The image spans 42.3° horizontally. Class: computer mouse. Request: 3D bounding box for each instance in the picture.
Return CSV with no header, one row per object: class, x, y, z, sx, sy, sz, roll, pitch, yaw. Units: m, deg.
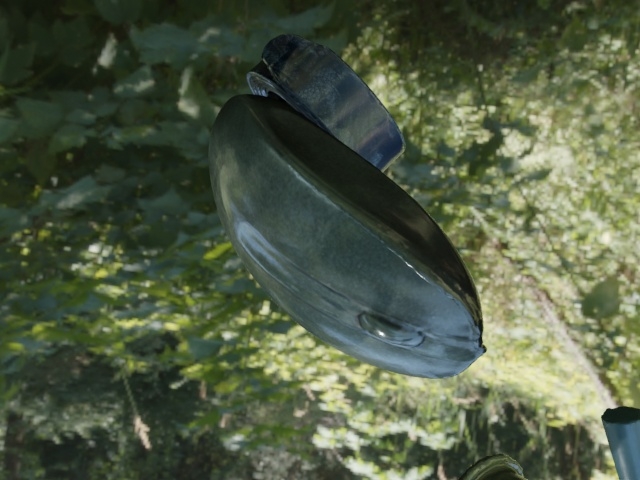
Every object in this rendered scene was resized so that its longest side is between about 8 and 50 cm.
computer mouse,-0.003,0.003,0.811,0.114,0.203,0.374,-28,-122,-34

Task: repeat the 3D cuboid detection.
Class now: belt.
belt,0.006,-0.144,0.913,0.190,0.082,0.141,45,168,-10

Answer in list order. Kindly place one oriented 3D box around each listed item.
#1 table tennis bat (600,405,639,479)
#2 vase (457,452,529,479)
table tennis bat,0.342,0.327,0.841,0.215,0.328,0.044,-7,-169,44
vase,0.357,0.512,1.311,0.245,0.244,0.291,13,-174,-42
